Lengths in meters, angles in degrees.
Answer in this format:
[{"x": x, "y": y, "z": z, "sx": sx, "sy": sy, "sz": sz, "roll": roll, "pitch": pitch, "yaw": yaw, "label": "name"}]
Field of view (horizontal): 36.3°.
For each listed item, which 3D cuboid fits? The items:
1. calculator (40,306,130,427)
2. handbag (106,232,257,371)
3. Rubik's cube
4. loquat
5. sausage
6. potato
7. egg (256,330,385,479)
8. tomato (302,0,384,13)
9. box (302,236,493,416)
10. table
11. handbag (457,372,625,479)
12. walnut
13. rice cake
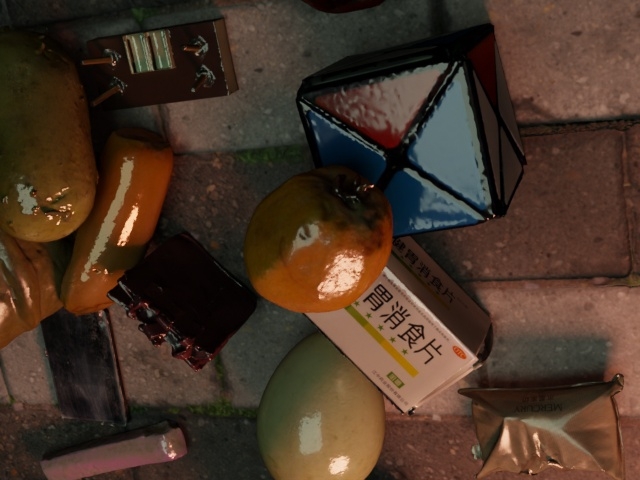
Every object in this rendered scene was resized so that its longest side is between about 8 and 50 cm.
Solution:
[{"x": -0.463, "y": 0.243, "z": 1.912, "sx": 0.161, "sy": 0.021, "sz": 0.262, "roll": 3, "pitch": 112, "yaw": 20, "label": "calculator"}, {"x": -0.232, "y": 0.105, "z": 1.660, "sx": 0.203, "sy": 0.216, "sz": 0.074, "roll": 40, "pitch": 124, "yaw": 0, "label": "handbag"}, {"x": 0.139, "y": -0.156, "z": 1.396, "sx": 0.246, "sy": 0.250, "sz": 0.248, "roll": -8, "pitch": 106, "yaw": 23, "label": "Rubik's cube"}, {"x": 0.000, "y": 0.000, "z": 1.263, "sx": 0.176, "sy": 0.187, "sz": 0.234, "roll": 47, "pitch": 129, "yaw": 6, "label": "loquat"}, {"x": -0.350, "y": -0.015, "z": 1.674, "sx": 0.116, "sy": 0.134, "sz": 0.354, "roll": 29, "pitch": 109, "yaw": 28, "label": "sausage"}, {"x": -0.485, "y": -0.158, "z": 1.591, "sx": 0.269, "sy": 0.219, "sz": 0.359, "roll": -36, "pitch": 63, "yaw": 47, "label": "potato"}, {"x": 0.004, "y": 0.291, "z": 1.647, "sx": 0.218, "sy": 0.218, "sz": 0.295, "roll": 14, "pitch": 108, "yaw": 14, "label": "egg"}, {"x": 0.031, "y": -0.411, "z": 1.351, "sx": 0.208, "sy": 0.208, "sz": 0.184, "roll": -27, "pitch": 81, "yaw": 27, "label": "tomato"}, {"x": 0.104, "y": 0.100, "z": 1.572, "sx": 0.333, "sy": 0.145, "sz": 0.173, "roll": 45, "pitch": 121, "yaw": -1, "label": "box"}, {"x": -0.271, "y": -0.275, "z": 1.575, "sx": 0.240, "sy": 0.111, "sz": 0.122, "roll": -4, "pitch": 109, "yaw": 22, "label": "table"}, {"x": 0.365, "y": 0.312, "z": 1.580, "sx": 0.270, "sy": 0.117, "sz": 0.183, "roll": -8, "pitch": 95, "yaw": 23, "label": "handbag"}, {"x": -0.580, "y": 0.042, "z": 1.724, "sx": 0.253, "sy": 0.282, "sz": 0.277, "roll": -15, "pitch": 108, "yaw": 31, "label": "walnut"}, {"x": -0.423, "y": 0.428, "z": 1.954, "sx": 0.365, "sy": 0.056, "sz": 0.073, "roll": -17, "pitch": 103, "yaw": 25, "label": "rice cake"}]
